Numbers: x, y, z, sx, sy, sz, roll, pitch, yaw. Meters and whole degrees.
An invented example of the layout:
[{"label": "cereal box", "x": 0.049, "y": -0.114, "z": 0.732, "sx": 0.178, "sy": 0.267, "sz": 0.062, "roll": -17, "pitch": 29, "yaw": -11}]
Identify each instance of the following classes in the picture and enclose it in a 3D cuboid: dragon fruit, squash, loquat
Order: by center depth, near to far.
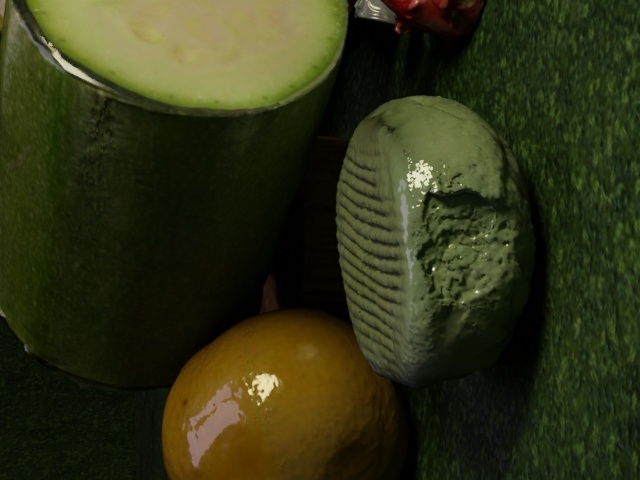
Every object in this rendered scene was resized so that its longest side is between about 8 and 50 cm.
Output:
[{"label": "dragon fruit", "x": 0.067, "y": -0.232, "z": 1.170, "sx": 0.153, "sy": 0.111, "sz": 0.153, "roll": -179, "pitch": 90, "yaw": -75}, {"label": "loquat", "x": -0.028, "y": 0.155, "z": 1.249, "sx": 0.208, "sy": 0.208, "sz": 0.208, "roll": -176, "pitch": 90, "yaw": -78}, {"label": "squash", "x": -0.140, "y": -0.075, "z": 1.251, "sx": 0.384, "sy": 0.263, "sz": 0.263, "roll": 109, "pitch": 160, "yaw": -51}]

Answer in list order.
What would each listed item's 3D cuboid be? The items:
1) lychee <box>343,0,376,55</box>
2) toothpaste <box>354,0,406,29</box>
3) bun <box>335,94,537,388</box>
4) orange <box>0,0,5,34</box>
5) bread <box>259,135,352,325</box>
[{"label": "lychee", "x": -0.050, "y": -0.273, "z": 1.394, "sx": 0.260, "sy": 0.261, "sz": 0.260, "roll": -176, "pitch": 90, "yaw": -78}, {"label": "toothpaste", "x": 0.079, "y": -0.299, "z": 1.275, "sx": 0.089, "sy": 0.057, "sz": 0.234, "roll": -140, "pitch": 61, "yaw": -77}, {"label": "bun", "x": 0.081, "y": -0.001, "z": 1.039, "sx": 0.221, "sy": 0.108, "sz": 0.221, "roll": 175, "pitch": 90, "yaw": -77}, {"label": "orange", "x": -0.173, "y": -0.233, "z": 1.603, "sx": 0.210, "sy": 0.369, "sz": 0.271, "roll": -21, "pitch": 50, "yaw": 35}, {"label": "bread", "x": 0.000, "y": -0.001, "z": 1.416, "sx": 0.199, "sy": 0.104, "sz": 0.199, "roll": -179, "pitch": 90, "yaw": -73}]
